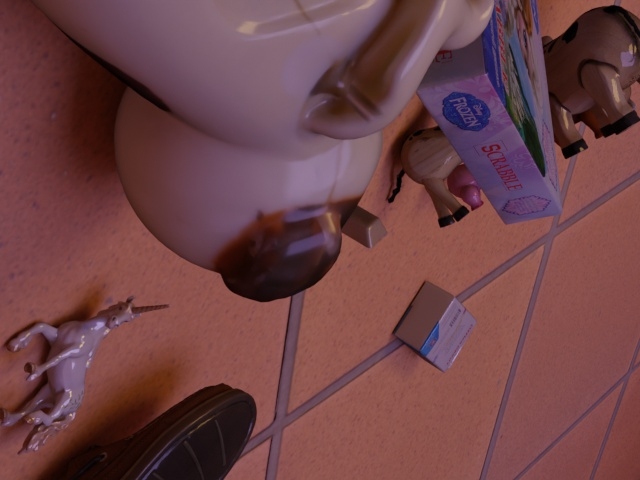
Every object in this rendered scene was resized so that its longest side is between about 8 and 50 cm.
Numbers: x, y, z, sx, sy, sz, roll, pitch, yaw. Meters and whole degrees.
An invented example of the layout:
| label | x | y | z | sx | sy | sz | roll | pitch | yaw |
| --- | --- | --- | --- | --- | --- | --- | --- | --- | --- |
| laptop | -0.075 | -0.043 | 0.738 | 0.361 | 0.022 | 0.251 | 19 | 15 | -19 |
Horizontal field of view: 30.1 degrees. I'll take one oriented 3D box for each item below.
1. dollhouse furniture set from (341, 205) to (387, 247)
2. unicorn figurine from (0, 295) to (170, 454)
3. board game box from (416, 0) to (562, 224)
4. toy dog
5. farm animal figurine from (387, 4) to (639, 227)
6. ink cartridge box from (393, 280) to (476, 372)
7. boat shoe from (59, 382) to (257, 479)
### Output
| label | x | y | z | sx | sy | sz | roll | pitch | yaw |
| --- | --- | --- | --- | --- | --- | --- | --- | --- | --- |
| dollhouse furniture set | 0.000 | 0.000 | 1.213 | 0.091 | 0.114 | 0.081 | -40 | 150 | -37 |
| unicorn figurine | -0.217 | 0.105 | 1.028 | 0.111 | 0.060 | 0.162 | -17 | 146 | -52 |
| board game box | 0.153 | -0.217 | 1.125 | 0.318 | 0.066 | 0.318 | 41 | 43 | -61 |
| toy dog | -0.055 | -0.140 | 0.831 | 0.395 | 0.284 | 0.408 | -41 | 148 | -25 |
| farm animal figurine | 0.259 | -0.176 | 1.393 | 0.330 | 0.172 | 0.327 | -29 | 180 | -44 |
| ink cartridge box | 0.159 | 0.120 | 1.634 | 0.088 | 0.052 | 0.122 | -57 | 150 | -6 |
| boat shoe | -0.195 | 0.232 | 1.127 | 0.307 | 0.104 | 0.111 | -41 | 137 | -29 |
